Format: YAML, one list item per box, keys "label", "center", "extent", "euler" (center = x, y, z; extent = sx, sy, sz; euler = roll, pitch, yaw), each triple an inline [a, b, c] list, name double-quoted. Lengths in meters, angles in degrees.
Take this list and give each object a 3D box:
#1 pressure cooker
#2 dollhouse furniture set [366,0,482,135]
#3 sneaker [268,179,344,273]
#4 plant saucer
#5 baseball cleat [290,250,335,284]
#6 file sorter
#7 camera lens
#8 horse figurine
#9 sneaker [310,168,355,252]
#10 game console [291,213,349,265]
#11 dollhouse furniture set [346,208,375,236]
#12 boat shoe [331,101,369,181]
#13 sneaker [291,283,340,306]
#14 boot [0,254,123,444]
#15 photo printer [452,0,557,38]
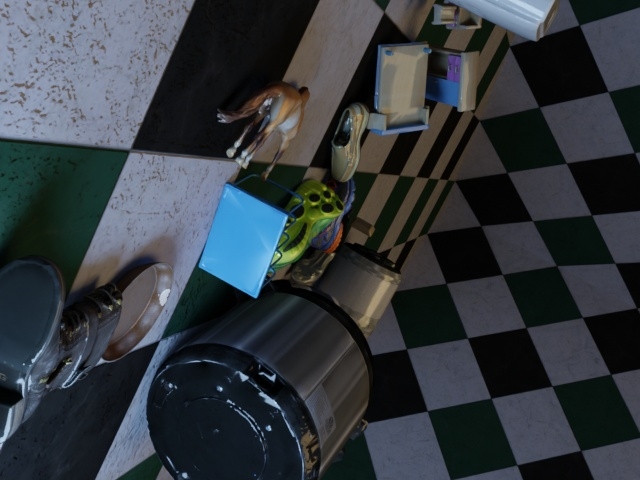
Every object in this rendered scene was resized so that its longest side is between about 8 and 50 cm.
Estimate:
- label: "pressure cooker"
  center: [-0.089, 0.299, 1.454]
  extent: [0.420, 0.375, 0.370]
  euler: [-39, 152, -57]
- label: "dollhouse furniture set"
  center: [0.187, -0.415, 1.668]
  extent: [0.303, 0.198, 0.286]
  euler: [-15, 117, -30]
- label: "sneaker"
  center: [-0.051, -0.033, 1.544]
  extent: [0.123, 0.109, 0.295]
  euler: [-47, 179, 42]
- label: "plant saucer"
  center: [-0.279, 0.099, 1.068]
  extent: [0.168, 0.029, 0.168]
  euler: [-55, 166, -20]
- label: "baseball cleat"
  center: [-0.024, 0.082, 1.913]
  extent: [0.206, 0.072, 0.109]
  euler: [-39, 161, -50]
- label: "file sorter"
  center: [-0.116, -0.014, 1.258]
  extent: [0.104, 0.118, 0.170]
  euler: [-45, 160, -61]
- label: "camera lens"
  center: [0.104, 0.159, 2.229]
  extent: [0.274, 0.219, 0.219]
  euler: [-62, 167, 6]
- label: "horse figurine"
  center: [-0.076, -0.189, 1.144]
  extent: [0.174, 0.066, 0.263]
  euler: [-55, 170, 2]
- label: "sneaker"
  center: [0.018, -0.080, 1.698]
  extent: [0.087, 0.083, 0.221]
  euler: [10, 96, -31]
- label: "game console"
  center: [0.000, 0.000, 1.806]
  extent: [0.144, 0.124, 0.085]
  euler: [105, -8, -48]
- label: "dollhouse furniture set"
  center: [0.081, -0.022, 1.998]
  extent: [0.091, 0.114, 0.081]
  euler: [-56, 171, -31]
- label: "boat shoe"
  center: [0.049, -0.213, 1.599]
  extent: [0.072, 0.068, 0.190]
  euler: [-25, 134, -48]
- label: "sneaker"
  center: [-0.032, 0.267, 1.848]
  extent: [0.130, 0.323, 0.236]
  euler: [-23, 155, 31]
- label: "boot"
  center: [-0.310, 0.099, 0.864]
  extent: [0.263, 0.091, 0.229]
  euler: [-62, 173, 23]
- label: "photo printer"
  center: [0.304, -0.497, 1.385]
  extent: [0.107, 0.307, 0.256]
  euler: [-63, 170, 15]
